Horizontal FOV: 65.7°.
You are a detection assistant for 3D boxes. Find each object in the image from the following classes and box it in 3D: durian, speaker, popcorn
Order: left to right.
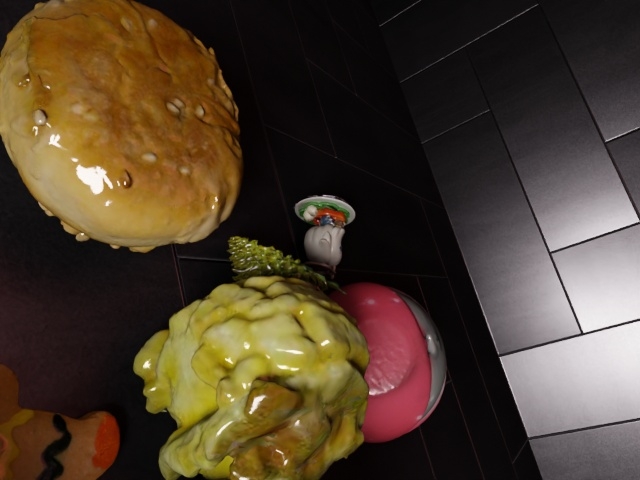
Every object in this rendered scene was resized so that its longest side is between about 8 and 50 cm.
[{"bbox_3d":[-0.073,0.177,0.592,0.237,0.293,0.293,38,7,39],"label":"popcorn"},{"bbox_3d":[-0.078,0.058,0.764,0.137,0.220,0.095,26,77,-39],"label":"durian"},{"bbox_3d":[0.103,0.223,0.939,0.294,0.294,0.294,41,37,-40],"label":"speaker"}]

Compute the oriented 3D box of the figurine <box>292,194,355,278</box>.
[{"bbox_3d":[0.000,0.000,1.014,0.132,0.132,0.154,35,53,-45],"label":"figurine"}]

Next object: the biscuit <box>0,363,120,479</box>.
[{"bbox_3d":[-0.288,0.187,0.419,0.250,0.036,0.165,43,34,-37],"label":"biscuit"}]

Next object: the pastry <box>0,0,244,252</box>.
[{"bbox_3d":[-0.235,-0.130,0.599,0.284,0.184,0.316,3,66,-48],"label":"pastry"}]
